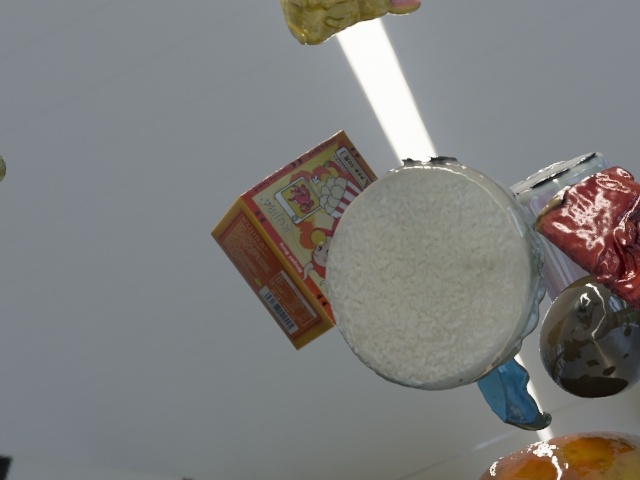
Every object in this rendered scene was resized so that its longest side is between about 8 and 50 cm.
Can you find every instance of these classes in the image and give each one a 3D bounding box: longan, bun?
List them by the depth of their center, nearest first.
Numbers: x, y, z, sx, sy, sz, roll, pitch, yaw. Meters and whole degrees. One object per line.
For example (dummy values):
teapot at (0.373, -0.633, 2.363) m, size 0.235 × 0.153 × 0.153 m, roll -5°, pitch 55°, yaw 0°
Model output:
bun at (0.154, 0.042, 1.099) m, size 0.263 × 0.263 × 0.175 m, roll -32°, pitch -20°, yaw 24°
longan at (0.474, 0.163, 1.587) m, size 0.220 × 0.197 × 0.196 m, roll -67°, pitch -24°, yaw -4°

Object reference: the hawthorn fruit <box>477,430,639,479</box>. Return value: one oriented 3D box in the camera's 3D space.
hawthorn fruit at (0.462, 0.534, 1.609) m, size 0.472 × 0.471 × 0.471 m, roll -19°, pitch -21°, yaw -8°

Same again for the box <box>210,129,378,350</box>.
box at (0.000, 0.000, 1.709) m, size 0.260 × 0.283 × 0.214 m, roll -35°, pitch -2°, yaw -27°

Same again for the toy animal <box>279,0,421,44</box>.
toy animal at (0.038, -0.277, 1.086) m, size 0.159 × 0.083 × 0.070 m, roll -12°, pitch -55°, yaw -14°

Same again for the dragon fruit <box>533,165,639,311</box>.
dragon fruit at (0.196, 0.010, 0.546) m, size 0.097 × 0.131 × 0.063 m, roll 31°, pitch -77°, yaw -24°

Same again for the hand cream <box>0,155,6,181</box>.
hand cream at (-0.438, -0.073, 1.090) m, size 0.084 × 0.084 × 0.203 m, roll -30°, pitch 7°, yaw 18°

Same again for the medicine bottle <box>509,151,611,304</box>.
medicine bottle at (0.519, 0.034, 1.781) m, size 0.214 × 0.378 × 0.213 m, roll -26°, pitch 2°, yaw 1°

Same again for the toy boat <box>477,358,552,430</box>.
toy boat at (0.276, 0.196, 1.377) m, size 0.077 × 0.185 × 0.075 m, roll -8°, pitch -29°, yaw -26°
